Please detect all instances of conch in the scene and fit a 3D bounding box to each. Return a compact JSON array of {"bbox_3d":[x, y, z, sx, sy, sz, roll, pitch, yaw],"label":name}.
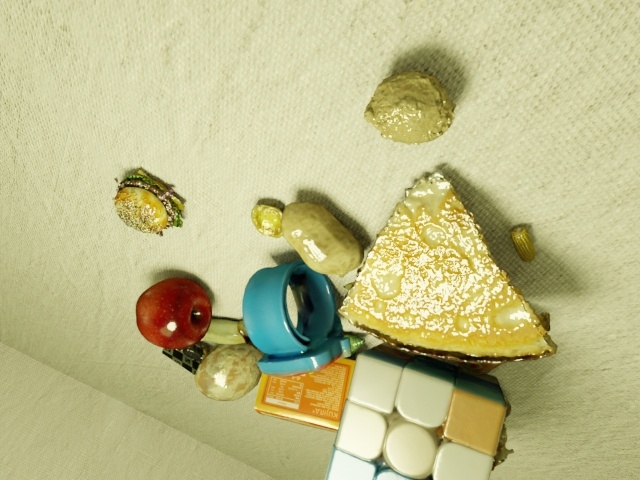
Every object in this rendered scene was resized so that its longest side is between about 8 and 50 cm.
[{"bbox_3d":[0.057,0.330,1.311,0.095,0.079,0.201,36,147,-21],"label":"conch"}]

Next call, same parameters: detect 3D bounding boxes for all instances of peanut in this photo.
[{"bbox_3d":[0.000,0.000,0.957,0.224,0.129,0.129,39,135,-17],"label":"peanut"}]

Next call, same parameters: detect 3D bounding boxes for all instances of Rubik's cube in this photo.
[{"bbox_3d":[0.247,0.482,1.074,0.345,0.346,0.346,13,175,20],"label":"Rubik's cube"}]

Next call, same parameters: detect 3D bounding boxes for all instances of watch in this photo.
[{"bbox_3d":[-0.045,0.181,1.109,0.242,0.305,0.274,-16,96,30],"label":"watch"}]

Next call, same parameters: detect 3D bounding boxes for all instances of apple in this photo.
[{"bbox_3d":[-0.446,0.221,1.294,0.201,0.218,0.218,-10,129,30],"label":"apple"}]

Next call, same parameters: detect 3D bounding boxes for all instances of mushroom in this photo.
[{"bbox_3d":[-0.367,0.313,1.459,0.312,0.081,0.099,-2,132,26],"label":"mushroom"}]

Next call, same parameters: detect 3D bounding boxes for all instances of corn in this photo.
[{"bbox_3d":[0.417,0.009,0.867,0.037,0.037,0.092,-16,125,33],"label":"corn"}]

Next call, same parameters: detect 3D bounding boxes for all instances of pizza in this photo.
[{"bbox_3d":[0.221,0.121,0.914,0.392,0.080,0.434,-33,91,32],"label":"pizza"}]

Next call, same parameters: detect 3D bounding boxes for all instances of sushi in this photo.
[{"bbox_3d":[-0.464,0.400,1.548,0.050,0.192,0.215,-44,112,7],"label":"sushi"}]

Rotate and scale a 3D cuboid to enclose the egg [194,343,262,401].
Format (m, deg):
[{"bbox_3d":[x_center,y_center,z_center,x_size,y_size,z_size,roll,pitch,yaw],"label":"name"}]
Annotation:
[{"bbox_3d":[-0.317,0.456,1.475,0.203,0.245,0.203,19,115,47],"label":"egg"}]

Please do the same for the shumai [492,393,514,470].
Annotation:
[{"bbox_3d":[0.424,0.567,1.274,0.267,0.262,0.314,-25,119,38],"label":"shumai"}]

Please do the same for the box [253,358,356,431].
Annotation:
[{"bbox_3d":[-0.020,0.471,1.330,0.284,0.213,0.259,8,158,15],"label":"box"}]

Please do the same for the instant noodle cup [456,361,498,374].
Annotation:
[{"bbox_3d":[0.404,0.246,1.039,0.169,0.168,0.185,13,144,9],"label":"instant noodle cup"}]

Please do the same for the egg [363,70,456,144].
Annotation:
[{"bbox_3d":[0.147,-0.214,0.689,0.140,0.116,0.118,20,109,0],"label":"egg"}]

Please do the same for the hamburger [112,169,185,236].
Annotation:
[{"bbox_3d":[-0.439,-0.081,1.073,0.190,0.093,0.164,28,137,-10],"label":"hamburger"}]

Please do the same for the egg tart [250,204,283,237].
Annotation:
[{"bbox_3d":[-0.119,-0.051,1.015,0.105,0.039,0.105,11,137,11],"label":"egg tart"}]
